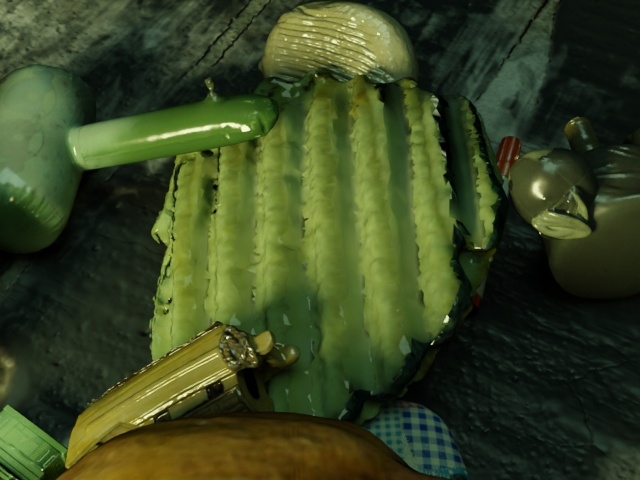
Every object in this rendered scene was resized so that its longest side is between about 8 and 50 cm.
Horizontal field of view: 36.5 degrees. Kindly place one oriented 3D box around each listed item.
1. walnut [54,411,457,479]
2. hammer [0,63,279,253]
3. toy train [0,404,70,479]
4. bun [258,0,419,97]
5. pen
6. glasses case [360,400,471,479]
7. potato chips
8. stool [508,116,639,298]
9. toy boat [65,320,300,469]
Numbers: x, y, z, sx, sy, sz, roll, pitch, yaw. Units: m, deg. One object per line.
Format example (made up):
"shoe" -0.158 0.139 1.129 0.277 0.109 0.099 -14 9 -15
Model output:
"walnut" -0.055 0.221 0.690 0.336 0.209 0.209 -17 51 14
"hammer" -0.203 -0.104 0.984 0.336 0.119 0.206 -9 52 16
"toy train" -0.264 0.187 0.852 0.093 0.038 0.056 29 55 21
"bun" 0.024 -0.191 1.097 0.166 0.113 0.173 -41 78 9
"pen" 0.179 -0.021 1.021 0.028 0.028 0.239 14 54 11
"glasses case" 0.081 0.274 0.761 0.125 0.076 0.327 -12 52 -8
"potato chips" 0.000 0.000 0.923 0.359 0.070 0.429 -11 53 14
"stool" 0.276 -0.045 0.934 0.153 0.228 0.139 -25 49 19
"toy boat" -0.119 0.144 0.815 0.226 0.068 0.088 -31 59 15
